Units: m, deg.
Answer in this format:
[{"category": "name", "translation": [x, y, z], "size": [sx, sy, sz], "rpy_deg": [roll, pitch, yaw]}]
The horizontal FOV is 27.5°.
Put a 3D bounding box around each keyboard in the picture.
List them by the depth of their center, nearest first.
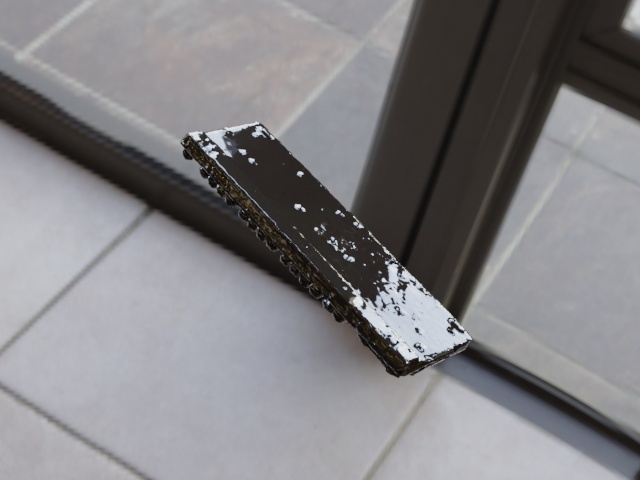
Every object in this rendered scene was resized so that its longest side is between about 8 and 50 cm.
[{"category": "keyboard", "translation": [0.000, 0.000, 0.707], "size": [0.060, 0.018, 0.195], "rpy_deg": [-16, 52, -40]}]
